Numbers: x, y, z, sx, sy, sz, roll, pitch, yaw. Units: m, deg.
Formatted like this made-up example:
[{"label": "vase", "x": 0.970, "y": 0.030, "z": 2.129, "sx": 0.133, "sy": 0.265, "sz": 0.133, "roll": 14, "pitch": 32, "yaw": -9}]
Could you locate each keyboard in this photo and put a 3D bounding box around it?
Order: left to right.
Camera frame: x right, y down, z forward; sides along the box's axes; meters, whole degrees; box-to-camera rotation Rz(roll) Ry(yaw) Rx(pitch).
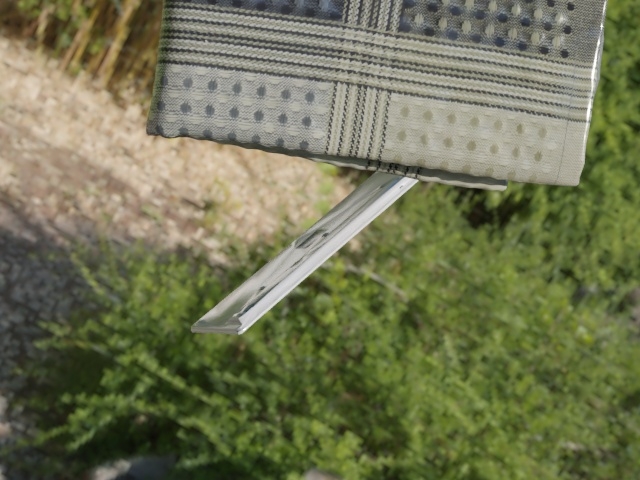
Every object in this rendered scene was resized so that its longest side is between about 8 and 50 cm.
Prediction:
[{"label": "keyboard", "x": 0.000, "y": 0.000, "z": 1.042, "sx": 0.072, "sy": 0.256, "sz": 0.014, "roll": -11, "pitch": -66, "yaw": 55}]

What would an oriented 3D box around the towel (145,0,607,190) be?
[{"label": "towel", "x": 0.056, "y": -0.202, "z": 0.900, "sx": 0.324, "sy": 0.312, "sz": 0.056, "roll": 8, "pitch": 4, "yaw": -7}]
